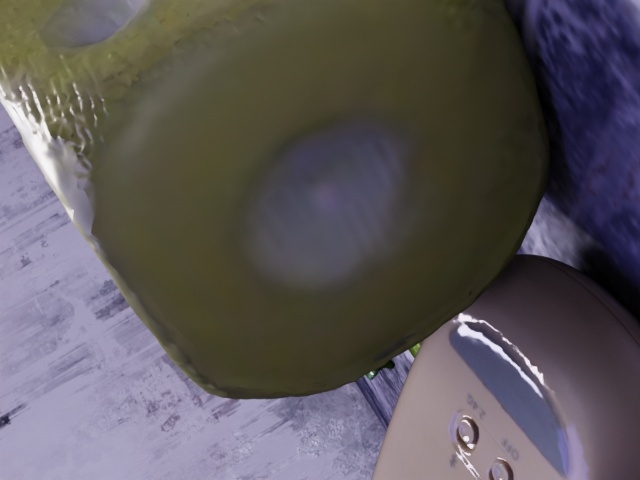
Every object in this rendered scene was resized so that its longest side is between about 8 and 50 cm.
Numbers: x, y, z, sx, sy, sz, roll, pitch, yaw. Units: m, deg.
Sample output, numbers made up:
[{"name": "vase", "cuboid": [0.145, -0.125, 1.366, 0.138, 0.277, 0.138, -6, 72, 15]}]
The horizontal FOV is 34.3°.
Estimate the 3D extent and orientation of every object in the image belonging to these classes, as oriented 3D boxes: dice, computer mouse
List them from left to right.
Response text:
[{"name": "dice", "cuboid": [-0.023, -0.054, 0.417, 0.169, 0.166, 0.169, 53, 172, 51]}, {"name": "computer mouse", "cuboid": [0.090, 0.116, 0.467, 0.145, 0.082, 0.236, 49, 139, 41]}]

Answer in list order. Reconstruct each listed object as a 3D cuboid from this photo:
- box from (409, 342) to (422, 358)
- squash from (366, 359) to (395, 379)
[{"name": "box", "cuboid": [0.076, 0.035, 0.664, 0.173, 0.043, 0.311, 53, 173, 44]}, {"name": "squash", "cuboid": [0.000, 0.000, 0.855, 0.107, 0.107, 0.395, 54, 172, 43]}]
